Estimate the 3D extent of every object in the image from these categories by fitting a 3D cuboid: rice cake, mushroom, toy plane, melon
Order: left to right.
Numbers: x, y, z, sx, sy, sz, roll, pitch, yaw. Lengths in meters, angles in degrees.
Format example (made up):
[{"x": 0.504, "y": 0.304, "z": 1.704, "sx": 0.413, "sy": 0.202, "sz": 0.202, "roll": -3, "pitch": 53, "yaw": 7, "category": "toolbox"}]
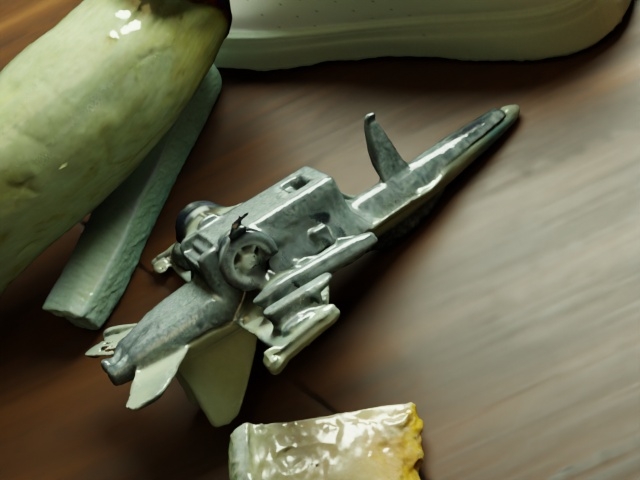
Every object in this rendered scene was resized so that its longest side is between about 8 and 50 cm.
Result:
[{"x": -0.174, "y": -0.031, "z": 0.745, "sx": 0.333, "sy": 0.107, "sz": 0.087, "roll": -45, "pitch": 71, "yaw": 6, "category": "mushroom"}, {"x": -0.110, "y": -0.031, "z": 0.788, "sx": 0.042, "sy": 0.030, "sz": 0.180, "roll": 10, "pitch": 65, "yaw": 32, "category": "rice cake"}, {"x": -0.006, "y": -0.008, "z": 0.696, "sx": 0.262, "sy": 0.088, "sz": 0.192, "roll": -43, "pitch": 26, "yaw": -10, "category": "toy plane"}, {"x": 0.012, "y": 0.166, "z": 0.615, "sx": 0.098, "sy": 0.054, "sz": 0.182, "roll": -9, "pitch": 57, "yaw": 1, "category": "melon"}]

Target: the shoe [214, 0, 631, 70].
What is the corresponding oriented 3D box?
[{"x": -0.011, "y": -0.192, "z": 0.762, "sx": 0.363, "sy": 0.160, "sz": 0.132, "roll": 8, "pitch": 63, "yaw": 27, "category": "shoe"}]
